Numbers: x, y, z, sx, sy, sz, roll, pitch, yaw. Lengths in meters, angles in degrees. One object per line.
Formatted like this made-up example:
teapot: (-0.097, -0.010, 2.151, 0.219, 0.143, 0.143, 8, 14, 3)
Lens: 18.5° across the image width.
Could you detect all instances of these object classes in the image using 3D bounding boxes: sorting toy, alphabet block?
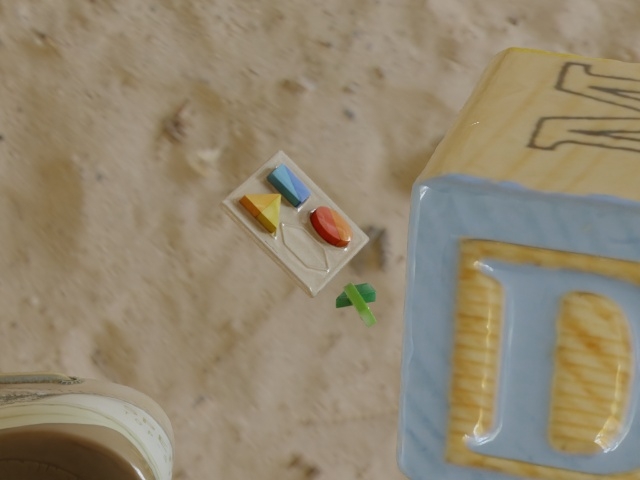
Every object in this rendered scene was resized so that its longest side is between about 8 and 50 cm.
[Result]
sorting toy: (0.000, 0.000, 0.850, 0.083, 0.062, 0.012, 45, 127, 0)
alphabet block: (0.160, 0.022, 1.079, 0.193, 0.197, 0.192, 11, 119, 13)

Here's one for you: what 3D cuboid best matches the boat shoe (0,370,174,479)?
boat shoe: (-0.200, 0.104, 0.702, 0.302, 0.098, 0.109, -10, 106, 4)
